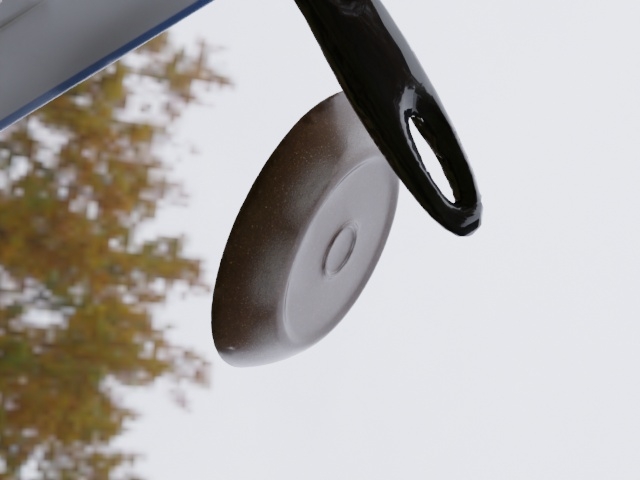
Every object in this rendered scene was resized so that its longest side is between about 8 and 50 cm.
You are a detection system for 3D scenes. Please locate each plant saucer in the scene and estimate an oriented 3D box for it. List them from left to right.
[{"bbox_3d":[0.000,0.000,1.295,0.036,0.198,0.198,27,-73,22],"label":"plant saucer"}]

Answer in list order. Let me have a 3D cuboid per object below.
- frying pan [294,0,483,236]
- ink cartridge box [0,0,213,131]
[{"bbox_3d":[-0.030,-0.170,0.704,0.053,0.326,0.197,-16,-142,52],"label":"frying pan"},{"bbox_3d":[-0.240,-0.261,1.358,0.270,0.151,0.395,-31,-135,-4],"label":"ink cartridge box"}]
